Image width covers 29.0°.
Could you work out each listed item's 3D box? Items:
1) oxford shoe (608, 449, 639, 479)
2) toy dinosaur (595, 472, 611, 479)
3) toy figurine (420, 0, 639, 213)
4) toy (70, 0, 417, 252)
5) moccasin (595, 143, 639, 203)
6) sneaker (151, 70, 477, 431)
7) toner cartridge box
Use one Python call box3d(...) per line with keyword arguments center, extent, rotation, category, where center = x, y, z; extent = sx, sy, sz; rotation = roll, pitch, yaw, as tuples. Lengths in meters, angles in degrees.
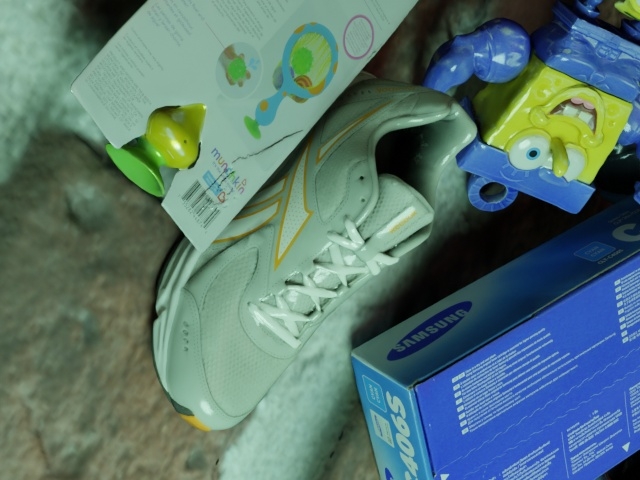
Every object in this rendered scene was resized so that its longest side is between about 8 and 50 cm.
box3d(center=(0.361, 0.150, 1.117), extent=(0.146, 0.140, 0.397), rotation=(48, 61, -29), category="oxford shoe")
box3d(center=(0.231, 0.202, 1.041), extent=(0.082, 0.090, 0.047), rotation=(-50, 157, -41), category="toy dinosaur")
box3d(center=(0.190, -0.110, 0.906), extent=(0.362, 0.191, 0.217), rotation=(19, 119, -24), category="toy figurine")
box3d(center=(-0.044, -0.125, 0.730), extent=(0.237, 0.056, 0.137), rotation=(-54, 132, -22), category="toy")
box3d(center=(0.335, -0.177, 1.038), extent=(0.342, 0.137, 0.117), rotation=(-56, 131, -24), category="moccasin")
box3d(center=(0.000, 0.000, 0.745), extent=(0.099, 0.121, 0.262), rotation=(45, 65, -38), category="sneaker")
box3d(center=(0.195, 0.084, 0.922), extent=(0.347, 0.075, 0.165), rotation=(-26, 118, -24), category="toner cartridge box")
